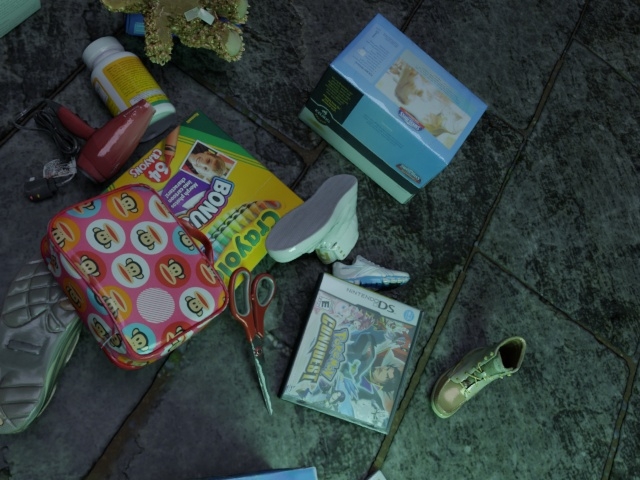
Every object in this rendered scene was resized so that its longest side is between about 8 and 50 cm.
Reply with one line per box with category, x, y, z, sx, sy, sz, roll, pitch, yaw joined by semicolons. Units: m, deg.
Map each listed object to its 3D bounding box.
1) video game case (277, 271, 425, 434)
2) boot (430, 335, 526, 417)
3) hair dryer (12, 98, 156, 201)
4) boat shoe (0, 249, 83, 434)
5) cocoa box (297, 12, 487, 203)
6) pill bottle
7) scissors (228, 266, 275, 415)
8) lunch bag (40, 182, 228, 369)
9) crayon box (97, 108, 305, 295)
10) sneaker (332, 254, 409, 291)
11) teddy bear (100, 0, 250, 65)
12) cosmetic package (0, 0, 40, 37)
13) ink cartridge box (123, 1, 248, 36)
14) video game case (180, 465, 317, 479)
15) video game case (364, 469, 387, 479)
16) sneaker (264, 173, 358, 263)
video game case;0.070;0.236;1.259;0.248;0.035;0.275;22;76;-12
boot;0.342;0.293;1.300;0.213;0.165;0.077;-37;85;-30
hair dryer;-0.465;-0.213;1.176;0.293;0.080;0.224;-14;76;0
boat shoe;-0.491;0.160;1.048;0.132;0.130;0.355;21;62;-8
cocoa box;0.169;-0.309;1.433;0.347;0.228;0.231;39;61;-3
pill bottle;-0.411;-0.324;1.274;0.117;0.117;0.208;-34;84;-29
scissors;-0.135;0.201;1.174;0.109;0.021;0.297;2;88;-43
lunch bag;-0.304;0.047;1.043;0.258;0.120;0.293;-32;85;-41
crayon box;-0.257;-0.043;1.230;0.313;0.106;0.363;40;61;-3
sneaker;0.113;0.071;1.356;0.190;0.071;0.083;0;64;-22
teddy bear;-0.304;-0.493;1.261;0.338;0.113;0.245;-10;103;-30
cosmetic package;-0.684;-0.538;1.212;0.151;0.183;0.151;37;61;-4
ink cartridge box;-0.332;-0.631;1.412;0.270;0.151;0.396;-5;74;-23
video game case;-0.169;0.426;1.003;0.269;0.244;0.061;1;68;-21
video game case;0.093;0.595;1.165;0.212;0.023;0.193;-32;84;-28
sneaker;0.000;0.000;1.267;0.108;0.169;0.292;16;41;31
